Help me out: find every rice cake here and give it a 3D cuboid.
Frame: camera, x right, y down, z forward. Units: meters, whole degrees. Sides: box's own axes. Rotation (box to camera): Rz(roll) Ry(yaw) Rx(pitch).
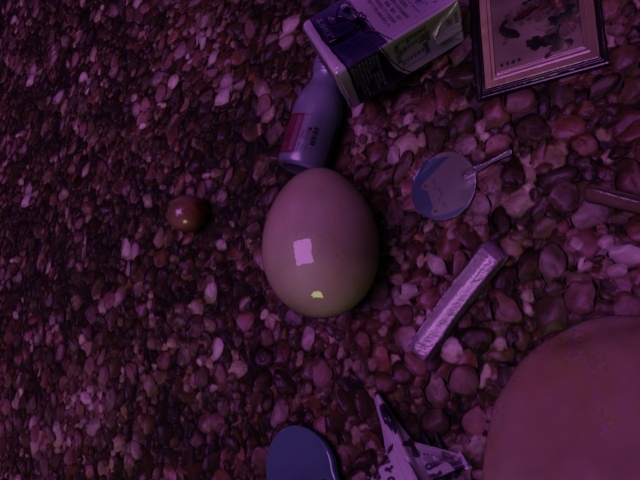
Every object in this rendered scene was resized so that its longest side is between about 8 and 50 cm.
[{"bbox_3d":[0.203,0.091,0.895,0.047,0.036,0.206,38,103,23],"label":"rice cake"}]

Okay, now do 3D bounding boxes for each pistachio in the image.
[{"bbox_3d":[0.353,0.280,0.584,0.365,0.281,0.445,-27,56,12],"label":"pistachio"}]

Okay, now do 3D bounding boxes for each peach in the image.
[{"bbox_3d":[-0.277,-0.056,1.257,0.083,0.083,0.083,-9,75,35],"label":"peach"}]

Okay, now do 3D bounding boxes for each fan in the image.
[{"bbox_3d":[0.219,-0.099,0.942,0.175,0.005,0.113,-28,64,30],"label":"fan"}]

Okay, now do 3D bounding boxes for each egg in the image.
[{"bbox_3d":[0.000,0.000,0.968,0.189,0.189,0.253,-16,65,33],"label":"egg"}]

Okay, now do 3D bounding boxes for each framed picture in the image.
[{"bbox_3d":[0.321,-0.324,0.912,0.195,0.010,0.199,-9,75,35],"label":"framed picture"}]

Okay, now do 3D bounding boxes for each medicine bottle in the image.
[{"bbox_3d":[-0.006,-0.226,1.084,0.090,0.090,0.216,10,79,38],"label":"medicine bottle"}]

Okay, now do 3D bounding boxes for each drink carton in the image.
[{"bbox_3d":[0.104,-0.341,0.982,0.222,0.102,0.134,-31,59,5],"label":"drink carton"}]

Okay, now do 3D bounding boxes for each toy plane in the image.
[{"bbox_3d":[0.123,0.318,0.872,0.160,0.082,0.234,-20,30,-5],"label":"toy plane"}]

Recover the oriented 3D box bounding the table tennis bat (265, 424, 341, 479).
[{"bbox_3d":[-0.002,0.393,0.983,0.237,0.038,0.149,8,84,42],"label":"table tennis bat"}]

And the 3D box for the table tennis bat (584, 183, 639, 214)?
[{"bbox_3d":[0.428,-0.022,0.692,0.247,0.138,0.022,24,72,41],"label":"table tennis bat"}]
